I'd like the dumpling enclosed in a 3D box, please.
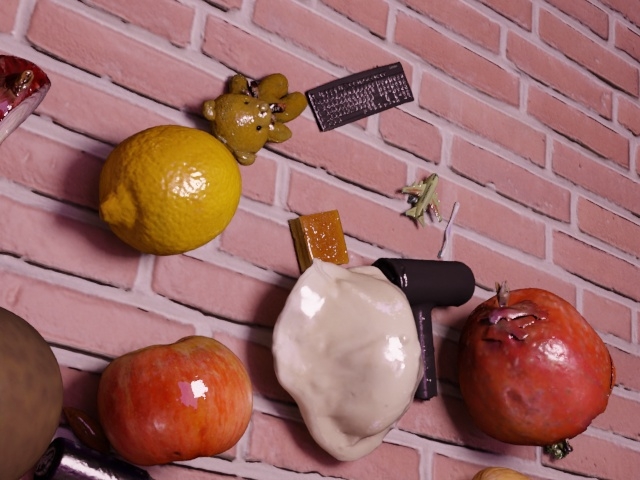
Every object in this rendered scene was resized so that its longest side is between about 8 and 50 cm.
[{"bbox_3d":[0.039,0.179,1.531,0.243,0.187,0.318,16,72,-38],"label":"dumpling"}]

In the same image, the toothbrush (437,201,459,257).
[{"bbox_3d":[0.244,-0.021,1.860,0.011,0.013,0.131,44,54,-33],"label":"toothbrush"}]

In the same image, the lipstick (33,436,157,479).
[{"bbox_3d":[-0.243,0.353,1.333,0.300,0.081,0.081,33,60,-27],"label":"lipstick"}]

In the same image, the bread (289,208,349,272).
[{"bbox_3d":[0.000,0.000,1.646,0.090,0.035,0.094,-9,84,-40],"label":"bread"}]

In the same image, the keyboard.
[{"bbox_3d":[0.076,-0.266,1.788,0.250,0.017,0.087,-24,95,-39],"label":"keyboard"}]

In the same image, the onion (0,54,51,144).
[{"bbox_3d":[-0.442,-0.184,1.284,0.098,0.151,0.206,40,39,-7],"label":"onion"}]

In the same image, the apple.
[{"bbox_3d":[-0.195,0.218,1.335,0.209,0.209,0.164,-11,88,-40],"label":"apple"}]

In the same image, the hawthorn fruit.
[{"bbox_3d":[0.354,0.193,1.712,0.276,0.276,0.307,-49,119,-36],"label":"hawthorn fruit"}]

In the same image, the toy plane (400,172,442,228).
[{"bbox_3d":[0.191,-0.079,1.814,0.102,0.040,0.111,38,57,-27],"label":"toy plane"}]

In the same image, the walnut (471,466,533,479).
[{"bbox_3d":[0.326,0.487,1.699,0.197,0.165,0.165,46,55,-16],"label":"walnut"}]

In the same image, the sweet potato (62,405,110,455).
[{"bbox_3d":[-0.314,0.257,1.332,0.095,0.034,0.034,51,53,-20],"label":"sweet potato"}]

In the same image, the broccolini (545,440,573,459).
[{"bbox_3d":[0.435,0.301,1.923,0.058,0.071,0.254,-14,78,2],"label":"broccolini"}]

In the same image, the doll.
[{"bbox_3d":[-0.096,-0.214,1.592,0.137,0.097,0.209,52,47,-9],"label":"doll"}]

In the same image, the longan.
[{"bbox_3d":[-0.436,0.201,1.127,0.243,0.300,0.300,37,46,25],"label":"longan"}]

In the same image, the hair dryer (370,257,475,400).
[{"bbox_3d":[0.179,0.156,1.732,0.197,0.089,0.251,2,87,-40],"label":"hair dryer"}]

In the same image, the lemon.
[{"bbox_3d":[-0.212,-0.073,1.404,0.244,0.187,0.186,-20,91,-45],"label":"lemon"}]
